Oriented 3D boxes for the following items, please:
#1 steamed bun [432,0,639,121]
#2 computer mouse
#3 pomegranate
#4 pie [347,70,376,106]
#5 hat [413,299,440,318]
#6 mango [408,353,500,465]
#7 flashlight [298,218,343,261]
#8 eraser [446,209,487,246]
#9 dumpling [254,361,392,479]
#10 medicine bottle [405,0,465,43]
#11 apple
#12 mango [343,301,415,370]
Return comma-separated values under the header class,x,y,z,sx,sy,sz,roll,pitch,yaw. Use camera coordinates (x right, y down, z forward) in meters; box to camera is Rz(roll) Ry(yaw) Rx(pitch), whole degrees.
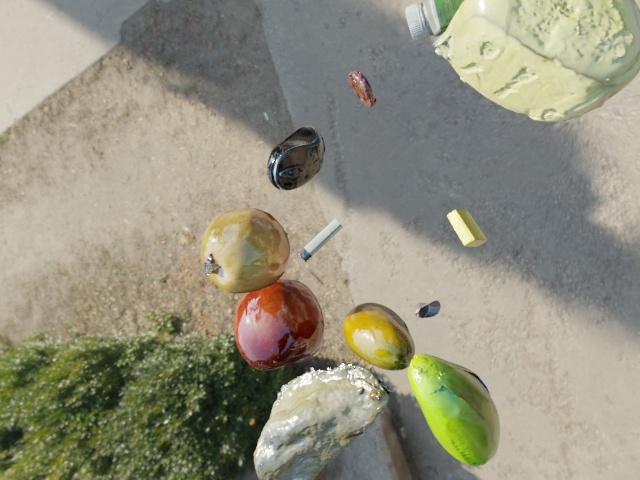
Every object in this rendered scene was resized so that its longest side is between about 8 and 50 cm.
class,x,y,z,sx,sy,sz,roll,pitch,yaw
steamed bun,0.335,-0.314,0.701,0.273,0.232,0.166,32,91,5
computer mouse,-0.052,-0.225,1.246,0.097,0.233,0.137,17,134,25
pomegranate,-0.157,0.019,0.939,0.191,0.191,0.191,10,110,28
pie,0.159,-0.580,1.724,0.038,0.153,0.153,-38,84,-1
hat,0.331,0.211,1.418,0.087,0.042,0.058,-26,121,-4
mango,0.213,0.258,0.715,0.111,0.125,0.232,-34,111,8
flashlight,0.000,0.000,0.728,0.083,0.018,0.018,-43,71,1
eraser,0.474,-0.041,1.464,0.045,0.097,0.122,-42,61,35
dumpling,-0.037,0.315,0.752,0.166,0.086,0.332,43,108,27
medicine bottle,0.303,-0.538,1.057,0.189,0.132,0.088,-13,106,24
apple,-0.098,0.205,1.092,0.218,0.218,0.201,-36,64,34
mango,0.121,0.200,0.948,0.152,0.221,0.120,31,90,1
